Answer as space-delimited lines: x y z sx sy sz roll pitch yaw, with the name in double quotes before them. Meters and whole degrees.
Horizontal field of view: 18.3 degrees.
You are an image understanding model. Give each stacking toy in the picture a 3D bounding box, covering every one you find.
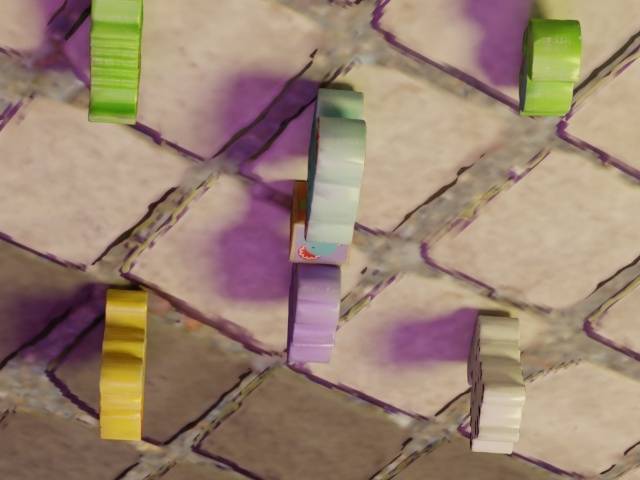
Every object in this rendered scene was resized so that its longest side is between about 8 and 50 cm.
"stacking toy" 0.000 0.000 0.725 0.167 0.052 0.221 3 138 -2
